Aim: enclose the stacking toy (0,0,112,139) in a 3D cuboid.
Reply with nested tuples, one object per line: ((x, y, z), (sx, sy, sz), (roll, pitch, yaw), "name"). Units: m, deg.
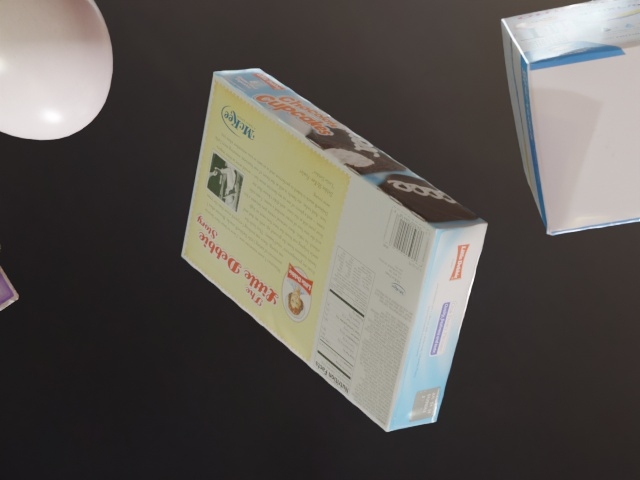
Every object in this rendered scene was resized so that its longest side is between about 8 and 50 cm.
((-0.320, -0.257, 1.287), (0.480, 0.350, 0.350), (49, -154, 5), "stacking toy")

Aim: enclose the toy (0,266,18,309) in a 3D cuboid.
((-0.371, 0.045, 1.583), (0.237, 0.056, 0.137), (-38, -78, -43), "toy")

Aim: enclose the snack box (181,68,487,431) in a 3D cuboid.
((0.000, 0.000, 1.549), (0.060, 0.187, 0.322), (-8, -149, -37), "snack box")

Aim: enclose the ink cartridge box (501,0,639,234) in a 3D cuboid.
((0.275, -0.128, 1.738), (0.232, 0.171, 0.168), (-92, -9, -73), "ink cartridge box")
